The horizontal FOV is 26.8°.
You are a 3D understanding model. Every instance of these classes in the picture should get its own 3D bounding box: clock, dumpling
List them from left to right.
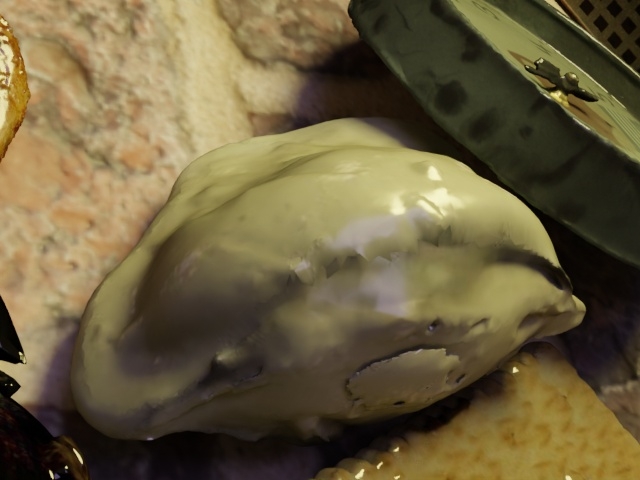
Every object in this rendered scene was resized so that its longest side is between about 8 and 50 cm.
[{"bbox_3d":[0.000,0.000,0.792,0.318,0.187,0.243,-8,49,-25],"label":"dumpling"},{"bbox_3d":[0.169,-0.100,0.969,0.325,0.067,0.325,32,22,-15],"label":"clock"}]

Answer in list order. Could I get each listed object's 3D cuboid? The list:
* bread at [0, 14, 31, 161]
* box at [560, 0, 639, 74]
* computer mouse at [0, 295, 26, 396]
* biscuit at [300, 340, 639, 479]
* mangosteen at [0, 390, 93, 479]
[{"bbox_3d":[-0.268,-0.102,0.790,0.193,0.064,0.193,15,57,-25],"label":"bread"},{"bbox_3d":[0.306,-0.217,1.148,0.047,0.180,0.325,-29,76,-41],"label":"box"},{"bbox_3d":[-0.264,0.027,0.685,0.241,0.077,0.146,21,51,-18],"label":"computer mouse"},{"bbox_3d":[0.123,0.183,0.793,0.217,0.044,0.325,52,34,12],"label":"biscuit"},{"bbox_3d":[-0.191,0.164,0.550,0.243,0.243,0.243,17,50,-21],"label":"mangosteen"}]
